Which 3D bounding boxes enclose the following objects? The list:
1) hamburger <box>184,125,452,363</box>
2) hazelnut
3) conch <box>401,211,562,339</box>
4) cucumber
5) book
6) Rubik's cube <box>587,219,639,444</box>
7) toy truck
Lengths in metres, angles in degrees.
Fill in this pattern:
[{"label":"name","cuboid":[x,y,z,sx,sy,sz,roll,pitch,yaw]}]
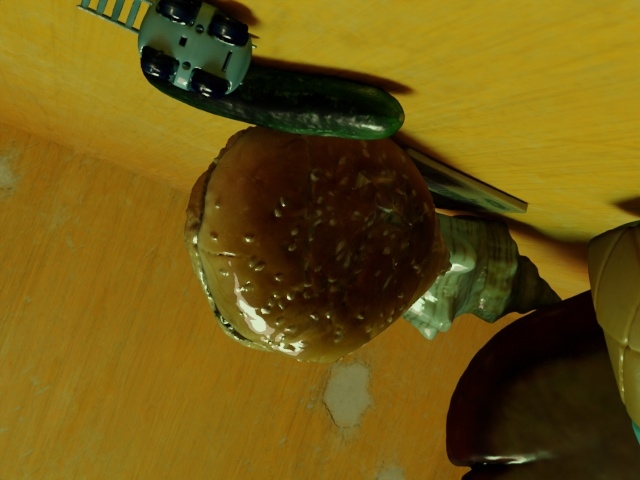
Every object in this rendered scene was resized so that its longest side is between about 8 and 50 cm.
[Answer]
[{"label":"hamburger","cuboid":[0.000,0.000,0.722,0.286,0.243,0.146,19,174,-37]},{"label":"hazelnut","cuboid":[0.376,0.245,0.876,0.402,0.429,0.402,45,-161,-21]},{"label":"conch","cuboid":[0.134,0.036,0.919,0.386,0.169,0.203,6,156,-18]},{"label":"cucumber","cuboid":[-0.054,-0.126,0.625,0.284,0.056,0.056,18,176,29]},{"label":"book","cuboid":[0.117,-0.070,0.850,0.168,0.013,0.192,22,175,-24]},{"label":"Rubik's cube","cuboid":[0.356,0.047,0.550,0.254,0.254,0.254,20,176,1]},{"label":"toy truck","cuboid":[-0.115,-0.154,0.533,0.136,0.063,0.074,24,-165,-10]}]
